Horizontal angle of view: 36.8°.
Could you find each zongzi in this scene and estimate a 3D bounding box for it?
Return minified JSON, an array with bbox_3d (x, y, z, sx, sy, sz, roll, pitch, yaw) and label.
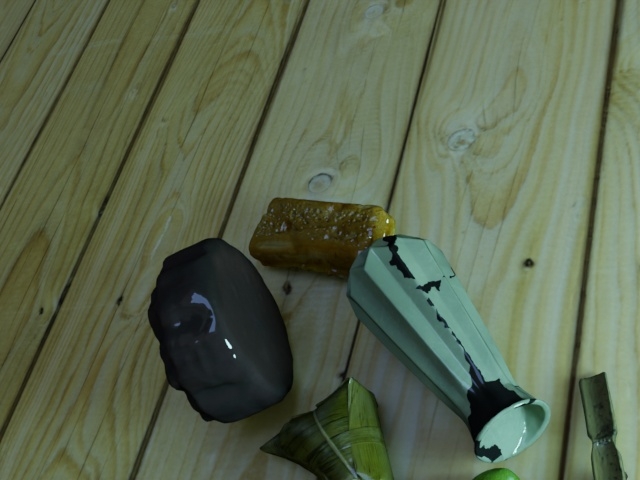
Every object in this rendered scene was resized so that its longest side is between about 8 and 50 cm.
[{"bbox_3d":[0.003,0.327,1.358,0.204,0.094,0.205,-30,43,16],"label":"zongzi"}]

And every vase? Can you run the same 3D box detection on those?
[{"bbox_3d":[0.174,0.141,1.357,0.165,0.165,0.360,-38,46,2],"label":"vase"}]

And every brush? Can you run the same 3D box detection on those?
[{"bbox_3d":[0.357,0.272,1.199,0.043,0.036,0.248,-16,41,18],"label":"brush"}]

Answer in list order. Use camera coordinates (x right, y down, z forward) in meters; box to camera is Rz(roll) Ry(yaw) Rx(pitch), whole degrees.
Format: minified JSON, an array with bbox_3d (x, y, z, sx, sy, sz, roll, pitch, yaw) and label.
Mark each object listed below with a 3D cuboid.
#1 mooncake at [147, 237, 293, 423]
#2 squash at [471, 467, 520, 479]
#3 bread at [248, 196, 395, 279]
[{"bbox_3d":[-0.158,0.143,1.494,0.141,0.283,0.283,-24,45,13],"label":"mooncake"},{"bbox_3d":[0.190,0.443,1.118,0.107,0.107,0.395,-12,50,28],"label":"squash"},{"bbox_3d":[-0.001,-0.001,1.646,0.270,0.077,0.139,5,62,39],"label":"bread"}]
